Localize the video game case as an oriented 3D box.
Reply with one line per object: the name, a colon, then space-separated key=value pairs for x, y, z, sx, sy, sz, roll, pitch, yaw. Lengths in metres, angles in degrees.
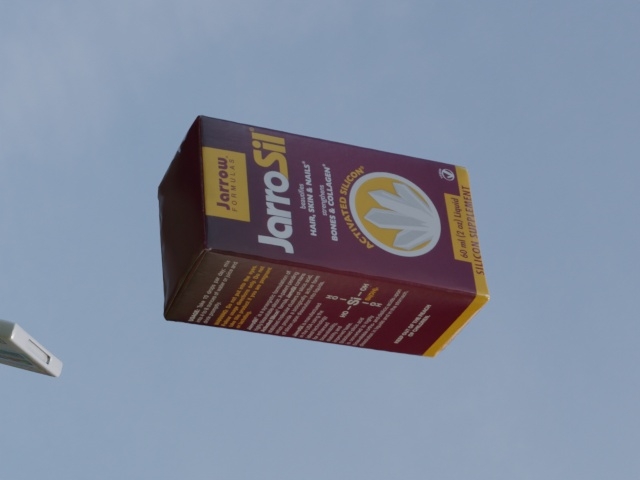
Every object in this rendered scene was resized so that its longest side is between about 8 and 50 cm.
video game case: x=-0.321 y=0.080 z=1.240 sx=0.157 sy=0.019 sz=0.143 roll=13 pitch=-16 yaw=10

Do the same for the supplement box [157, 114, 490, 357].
supplement box: x=0.000 y=0.000 z=0.873 sx=0.081 sy=0.188 sz=0.104 roll=126 pitch=-33 yaw=-48
